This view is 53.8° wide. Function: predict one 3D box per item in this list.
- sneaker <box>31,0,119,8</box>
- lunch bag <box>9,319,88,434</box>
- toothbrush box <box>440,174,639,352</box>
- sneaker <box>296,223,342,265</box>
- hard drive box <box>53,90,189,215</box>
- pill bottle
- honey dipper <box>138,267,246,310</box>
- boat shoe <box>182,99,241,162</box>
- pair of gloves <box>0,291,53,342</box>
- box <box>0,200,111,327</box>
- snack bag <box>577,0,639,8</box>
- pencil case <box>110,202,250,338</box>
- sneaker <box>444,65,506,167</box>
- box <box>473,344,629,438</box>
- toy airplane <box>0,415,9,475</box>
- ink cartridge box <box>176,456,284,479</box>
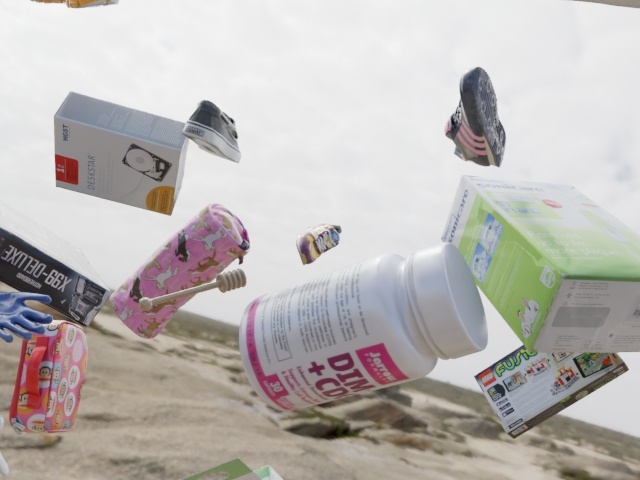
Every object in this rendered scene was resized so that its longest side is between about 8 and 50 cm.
[{"bbox_3d":[-0.342,-0.365,0.857,0.215,0.083,0.084,22,37,39],"label":"sneaker"},{"bbox_3d":[-0.705,0.353,1.640,0.120,0.293,0.258,4,-16,-2],"label":"lunch bag"},{"bbox_3d":[0.328,0.024,0.886,0.206,0.122,0.283,3,27,-17],"label":"toothbrush box"},{"bbox_3d":[0.000,0.000,1.499,0.084,0.069,0.185,-13,19,16],"label":"sneaker"},{"bbox_3d":[-0.383,-0.164,1.223,0.232,0.089,0.181,14,-45,-7],"label":"hard drive box"},{"bbox_3d":[0.052,0.109,0.798,0.283,0.160,0.160,-21,-30,25],"label":"pill bottle"},{"bbox_3d":[-0.180,0.073,0.896,0.160,0.030,0.030,-16,10,-34],"label":"honey dipper"},{"bbox_3d":[-0.170,-0.182,1.070,0.078,0.070,0.219,21,-2,2],"label":"boat shoe"},{"bbox_3d":[-0.455,0.120,0.827,0.159,0.198,0.023,21,-50,28],"label":"pair of gloves"},{"bbox_3d":[-0.525,0.020,1.130,0.242,0.076,0.307,39,-7,-33],"label":"box"},{"bbox_3d":[0.118,-0.149,0.183,0.323,0.037,0.342,12,-6,15],"label":"snack bag"},{"bbox_3d":[-0.353,0.080,1.608,0.167,0.386,0.160,51,9,5],"label":"pencil case"},{"bbox_3d":[0.330,-0.267,1.424,0.131,0.112,0.319,10,-24,29],"label":"sneaker"},{"bbox_3d":[0.361,0.210,1.002,0.036,0.207,0.114,42,17,-44],"label":"box"},{"bbox_3d":[-0.518,0.349,0.710,0.272,0.386,0.384,27,-15,-11],"label":"toy airplane"},{"bbox_3d":[-0.177,0.510,1.295,0.171,0.056,0.235,-25,-57,12],"label":"ink cartridge box"}]
